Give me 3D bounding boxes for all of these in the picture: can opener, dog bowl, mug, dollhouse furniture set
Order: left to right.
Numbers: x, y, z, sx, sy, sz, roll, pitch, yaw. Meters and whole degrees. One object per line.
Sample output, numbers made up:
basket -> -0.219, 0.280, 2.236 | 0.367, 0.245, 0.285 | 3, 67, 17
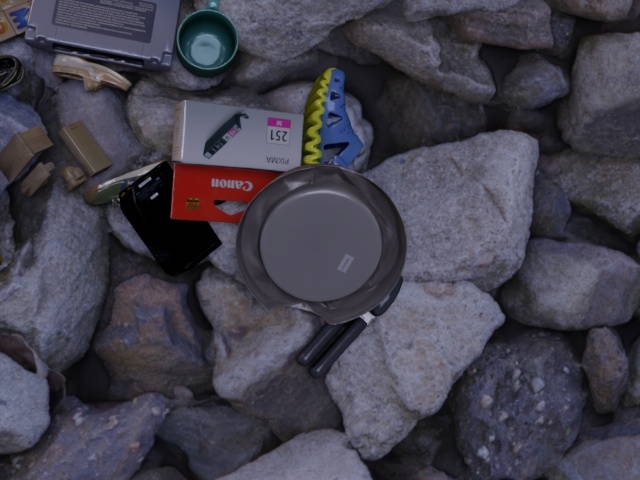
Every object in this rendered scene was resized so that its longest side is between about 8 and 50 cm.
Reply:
dollhouse furniture set -> -0.554, -0.161, 1.869 | 0.144, 0.123, 0.151 | 54, 44, -2
mug -> -0.234, -0.423, 1.917 | 0.129, 0.097, 0.158 | 41, 78, -4
dog bowl -> 0.000, 0.000, 1.858 | 0.348, 0.102, 0.349 | -1, 112, -3
can opener -> 0.068, 0.170, 1.918 | 0.076, 0.095, 0.283 | 44, 72, -3

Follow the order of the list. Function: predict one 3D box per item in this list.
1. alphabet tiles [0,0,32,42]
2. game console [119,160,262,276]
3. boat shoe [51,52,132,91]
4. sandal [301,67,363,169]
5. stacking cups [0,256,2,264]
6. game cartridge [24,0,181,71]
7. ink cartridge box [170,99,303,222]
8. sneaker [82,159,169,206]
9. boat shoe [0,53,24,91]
alphabet tiles -> -0.696, -0.546, 1.852 | 0.342, 0.011, 0.285 | -30, 90, -23
game console -> -0.232, -0.105, 1.896 | 0.361, 0.044, 0.213 | -39, 110, -22
boat shoe -> -0.481, -0.341, 1.885 | 0.170, 0.063, 0.059 | 22, 84, 2
sandal -> 0.029, -0.211, 1.941 | 0.138, 0.126, 0.317 | 5, 93, -11
stacking cups -> -0.794, 0.082, 1.773 | 0.316, 0.096, 0.096 | -29, 91, -9
game cartridge -> -0.446, -0.470, 1.874 | 0.297, 0.062, 0.198 | 9, 67, -11
ink cartridge box -> -0.172, -0.156, 1.869 | 0.275, 0.060, 0.239 | 3, 90, -29
sneaker -> -0.389, -0.095, 1.873 | 0.192, 0.064, 0.086 | -24, 85, -15
boat shoe -> -0.715, -0.312, 1.831 | 0.227, 0.068, 0.081 | -34, 92, -12
